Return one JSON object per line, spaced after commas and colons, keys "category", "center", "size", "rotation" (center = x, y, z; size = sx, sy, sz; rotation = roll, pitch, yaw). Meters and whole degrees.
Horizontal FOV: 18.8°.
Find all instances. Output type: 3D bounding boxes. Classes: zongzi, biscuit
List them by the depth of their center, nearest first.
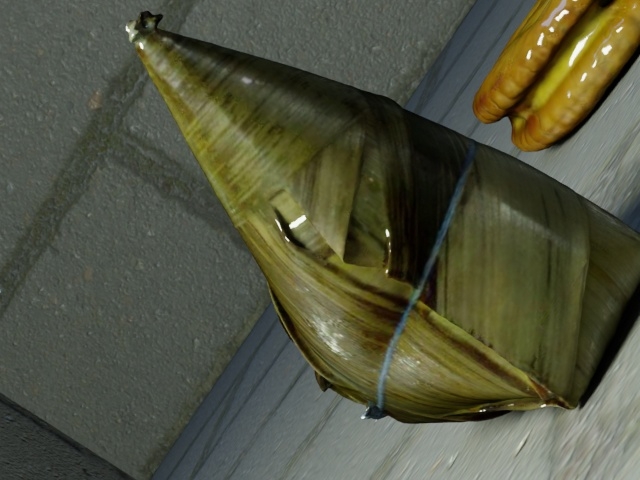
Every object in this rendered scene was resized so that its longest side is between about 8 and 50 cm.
{"category": "zongzi", "center": [0.000, 0.000, 0.869], "size": [0.112, 0.242, 0.221], "rotation": [-64, 8, -19]}
{"category": "biscuit", "center": [0.180, -0.158, 1.287], "size": [0.220, 0.066, 0.220], "rotation": [-56, 3, 4]}
